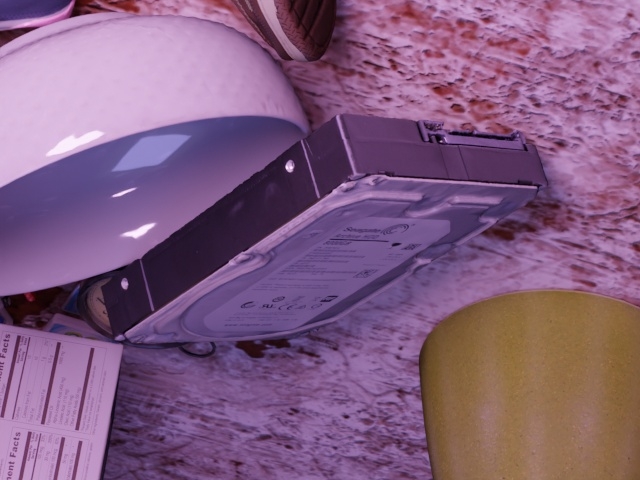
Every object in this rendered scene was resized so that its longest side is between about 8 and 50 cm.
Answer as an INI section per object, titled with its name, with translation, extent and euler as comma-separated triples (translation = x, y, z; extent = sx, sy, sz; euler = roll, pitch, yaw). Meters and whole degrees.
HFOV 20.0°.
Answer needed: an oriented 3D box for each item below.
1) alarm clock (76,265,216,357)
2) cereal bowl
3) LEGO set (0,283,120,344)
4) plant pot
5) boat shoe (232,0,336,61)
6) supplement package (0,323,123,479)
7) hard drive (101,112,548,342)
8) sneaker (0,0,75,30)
[alarm clock]
translation = -0.157, 0.058, 1.745
extent = 0.129, 0.064, 0.192
euler = -12, 137, 23
[cereal bowl]
translation = -0.183, -0.084, 1.441
extent = 0.339, 0.141, 0.339
euler = -20, 167, -5
[LEGO set]
translation = -0.319, 0.088, 1.816
extent = 0.244, 0.060, 0.182
euler = 19, 141, -21
[plant pot]
translation = 0.222, 0.245, 1.742
extent = 0.274, 0.294, 0.275
euler = 4, 144, 3
[boat shoe]
translation = -0.065, -0.237, 1.332
extent = 0.095, 0.095, 0.257
euler = 4, 139, 27
[supplement package]
translation = -0.291, 0.225, 1.830
extent = 0.145, 0.204, 0.262
euler = 10, 157, -5
[hard drive]
translation = 0.000, 0.000, 1.564
extent = 0.237, 0.064, 0.339
euler = 2, 153, -44
[sneaker]
translation = -0.344, -0.190, 1.406
extent = 0.319, 0.112, 0.131
euler = -2, 143, 12
